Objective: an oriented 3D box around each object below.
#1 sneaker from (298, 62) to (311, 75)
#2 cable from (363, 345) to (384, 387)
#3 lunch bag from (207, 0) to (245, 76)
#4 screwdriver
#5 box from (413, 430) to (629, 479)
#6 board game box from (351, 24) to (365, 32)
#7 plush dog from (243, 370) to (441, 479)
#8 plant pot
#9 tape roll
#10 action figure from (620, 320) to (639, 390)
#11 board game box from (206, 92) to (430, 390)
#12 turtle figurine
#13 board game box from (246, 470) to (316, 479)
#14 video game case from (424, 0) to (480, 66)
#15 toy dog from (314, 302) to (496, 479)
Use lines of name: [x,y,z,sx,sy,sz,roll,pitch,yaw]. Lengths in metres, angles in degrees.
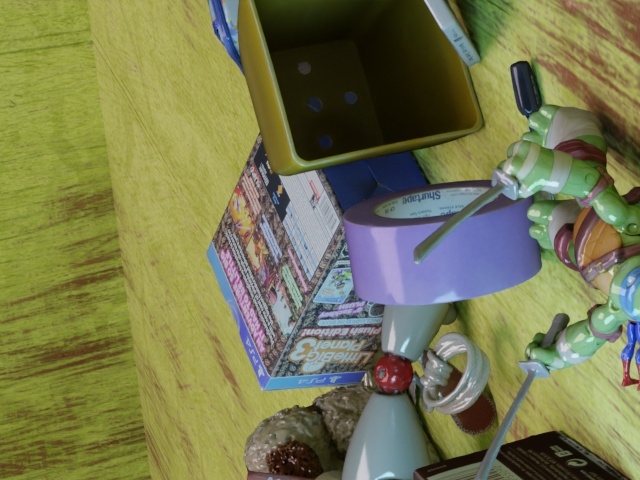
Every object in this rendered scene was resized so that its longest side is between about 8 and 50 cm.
sneaker: [-0.007,-0.269,2.012,0.118,0.083,0.222,-75,-32,-60]
cable: [0.061,0.037,1.992,0.139,0.072,0.287,-35,67,61]
lunch bag: [-0.095,-0.311,2.104,0.219,0.090,0.176,40,-145,-80]
screwdriver: [0.209,-0.089,1.509,0.025,0.024,0.169,-58,-46,-71]
box: [0.207,0.322,1.561,0.168,0.167,0.203,-146,45,-66]
board game box: [-0.016,-0.311,1.861,0.194,0.060,0.194,-25,86,30]
plush dog: [0.010,0.262,2.064,0.262,0.225,0.210,156,101,-74]
plant pot: [0.020,-0.172,1.702,0.187,0.212,0.212,140,116,-69]
tape roll: [0.120,-0.001,1.563,0.189,0.189,0.080,-152,51,-69]
action figure: [0.278,0.071,1.380,0.038,0.030,0.115,-162,65,-65]
board game box: [0.000,0.000,1.909,0.291,0.141,0.232,-63,39,40]
turtle figurine: [0.178,0.003,1.296,0.198,0.275,0.266,49,-163,-17]
board game box: [0.043,0.343,1.948,0.145,0.281,0.027,101,176,-55]
video game case: [0.104,-0.256,1.565,0.157,0.019,0.143,62,-171,15]
toy dog: [0.115,0.221,1.819,0.220,0.161,0.333,44,112,48]
